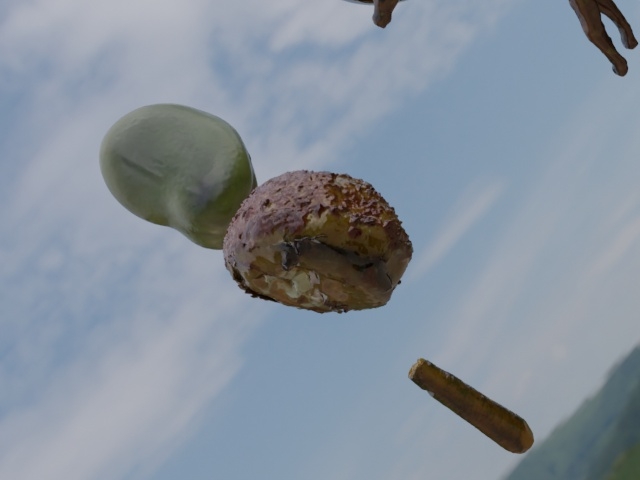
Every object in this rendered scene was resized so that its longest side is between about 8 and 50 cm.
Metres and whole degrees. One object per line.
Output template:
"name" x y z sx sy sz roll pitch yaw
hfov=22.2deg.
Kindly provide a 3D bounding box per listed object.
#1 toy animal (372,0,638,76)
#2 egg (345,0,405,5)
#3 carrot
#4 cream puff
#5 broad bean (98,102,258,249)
"toy animal" 0.179 -0.218 1.373 0.224 0.230 0.066 -48 23 14
"egg" 0.057 -0.400 1.574 0.282 0.283 0.351 -36 -41 -48
"carrot" 0.165 0.180 1.789 0.042 0.171 0.042 -47 20 23
"cream puff" 0.000 0.000 2.036 0.240 0.240 0.164 93 -164 -69
"broad bean" -0.199 -0.104 2.329 0.189 0.263 0.121 -51 -17 -13
